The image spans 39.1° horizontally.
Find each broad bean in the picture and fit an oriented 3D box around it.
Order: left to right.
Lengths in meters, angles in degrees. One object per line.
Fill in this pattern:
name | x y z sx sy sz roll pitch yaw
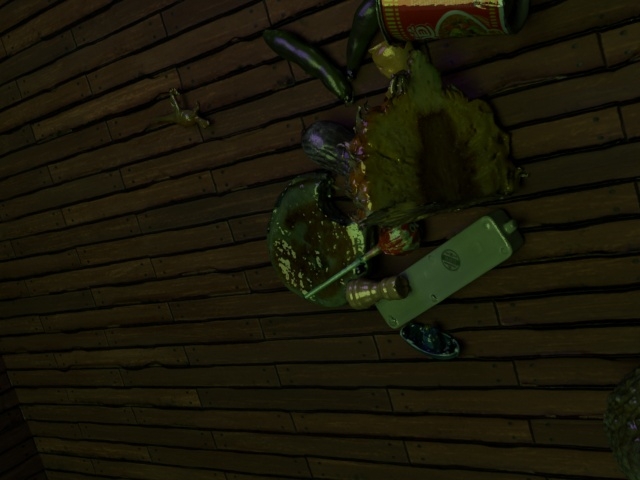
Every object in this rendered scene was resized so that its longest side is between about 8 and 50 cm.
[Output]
broad bean | -0.025 -0.361 1.805 0.254 0.046 0.065 41 143 19
broad bean | 0.096 -0.422 1.676 0.060 0.043 0.297 38 131 8

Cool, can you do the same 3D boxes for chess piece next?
chess piece | 0.114 0.099 1.796 0.122 0.066 0.066 -14 99 42

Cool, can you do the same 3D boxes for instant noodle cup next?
instant noodle cup | 0.226 -0.407 1.487 0.212 0.193 0.193 11 116 29

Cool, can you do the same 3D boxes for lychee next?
lychee | 0.574 0.304 1.438 0.274 0.255 0.255 12 117 54

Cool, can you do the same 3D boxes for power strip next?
power strip | 0.245 0.055 1.741 0.385 0.062 0.091 -39 81 44

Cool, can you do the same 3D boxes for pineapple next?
pineapple | 0.157 -0.175 1.614 0.209 0.344 0.286 -26 74 62

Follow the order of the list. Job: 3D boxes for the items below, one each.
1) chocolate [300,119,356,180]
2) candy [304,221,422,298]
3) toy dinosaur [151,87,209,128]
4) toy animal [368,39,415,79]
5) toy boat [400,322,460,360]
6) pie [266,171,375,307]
chocolate | 0.068 -0.162 1.771 0.248 0.110 0.110 34 128 29
candy | 0.078 0.039 1.803 0.287 0.078 0.084 -33 118 20
toy dinosaur | -0.326 -0.280 2.108 0.126 0.039 0.162 55 135 6
toy animal | 0.158 -0.300 1.662 0.083 0.070 0.159 -13 104 42
toy boat | 0.224 0.202 1.824 0.137 0.060 0.061 27 145 34
pie | -0.003 0.006 1.932 0.302 0.067 0.303 18 119 36
